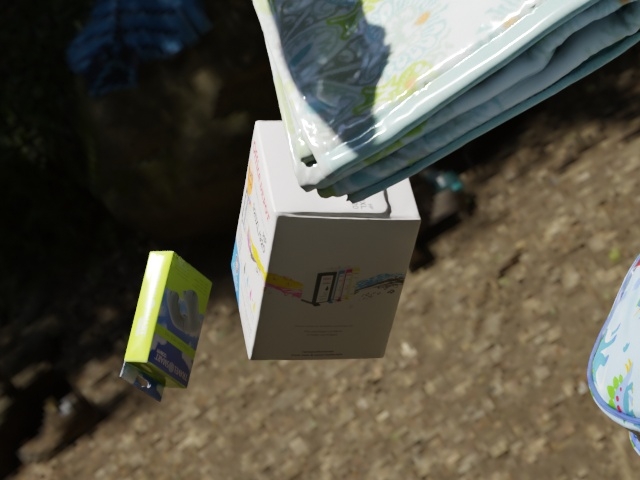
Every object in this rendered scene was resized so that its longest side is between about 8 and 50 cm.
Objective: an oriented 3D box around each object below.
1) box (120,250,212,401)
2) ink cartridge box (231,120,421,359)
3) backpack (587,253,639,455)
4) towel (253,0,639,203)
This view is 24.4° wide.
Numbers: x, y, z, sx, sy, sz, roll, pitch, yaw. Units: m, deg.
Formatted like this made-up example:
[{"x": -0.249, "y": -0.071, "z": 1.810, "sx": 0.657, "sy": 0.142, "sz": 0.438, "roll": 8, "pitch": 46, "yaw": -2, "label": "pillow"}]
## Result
[{"x": -0.205, "y": 0.116, "z": 1.970, "sx": 0.042, "sy": 0.109, "sz": 0.178, "roll": -1, "pitch": 65, "yaw": 28, "label": "box"}, {"x": 0.000, "y": 0.000, "z": 1.714, "sx": 0.168, "sy": 0.233, "sz": 0.171, "roll": 0, "pitch": 43, "yaw": -13, "label": "ink cartridge box"}, {"x": 0.362, "y": 0.087, "z": 1.086, "sx": 0.355, "sy": 0.273, "sz": 0.290, "roll": 104, "pitch": -171, "yaw": -77, "label": "backpack"}, {"x": 0.112, "y": -0.237, "z": 1.377, "sx": 0.374, "sy": 0.090, "sz": 0.320, "roll": -29, "pitch": 49, "yaw": 16, "label": "towel"}]
